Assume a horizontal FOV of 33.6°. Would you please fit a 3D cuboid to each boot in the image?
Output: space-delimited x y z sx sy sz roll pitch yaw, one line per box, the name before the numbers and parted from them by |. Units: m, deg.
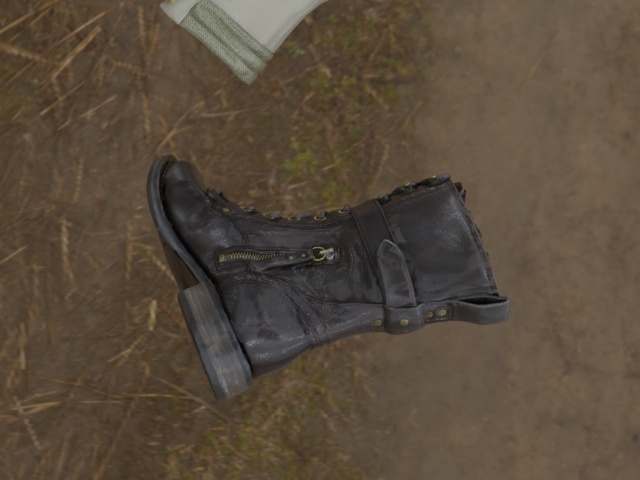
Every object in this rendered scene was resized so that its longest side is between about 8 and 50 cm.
boot | -0.075 -0.249 0.854 0.165 0.077 0.213 -44 78 13
boot | 0.000 0.000 0.803 0.229 0.263 0.091 -20 137 -6
